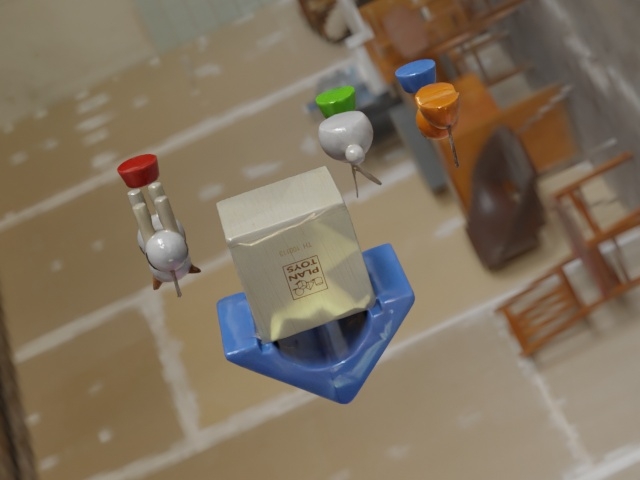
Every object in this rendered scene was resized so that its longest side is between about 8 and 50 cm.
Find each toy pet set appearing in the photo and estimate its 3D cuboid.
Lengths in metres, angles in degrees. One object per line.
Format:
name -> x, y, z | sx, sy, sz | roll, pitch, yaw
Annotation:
toy pet set -> 0.000, 0.000, 0.498 | 0.114, 0.122, 0.065 | -112, 3, -67
